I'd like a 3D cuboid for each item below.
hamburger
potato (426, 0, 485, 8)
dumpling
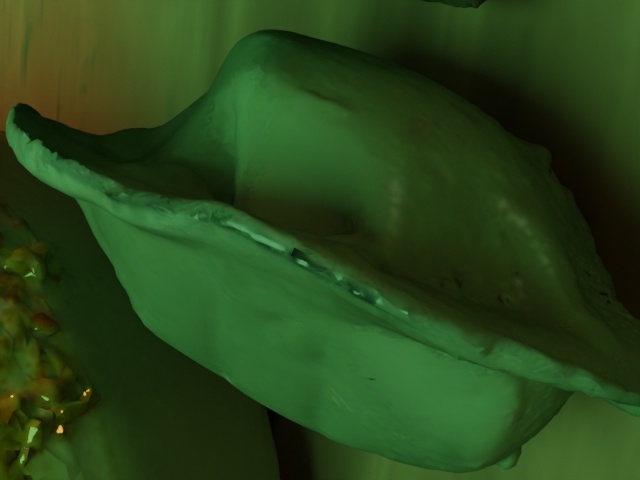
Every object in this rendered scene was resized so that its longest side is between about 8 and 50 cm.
[{"bbox_3d":[-0.149,0.097,0.642,0.276,0.179,0.294,34,126,31],"label":"hamburger"},{"bbox_3d":[-0.122,-0.138,0.499,0.255,0.269,0.112,13,95,50],"label":"potato"},{"bbox_3d":[0.008,-0.009,0.492,0.219,0.108,0.153,18,155,26],"label":"dumpling"}]
